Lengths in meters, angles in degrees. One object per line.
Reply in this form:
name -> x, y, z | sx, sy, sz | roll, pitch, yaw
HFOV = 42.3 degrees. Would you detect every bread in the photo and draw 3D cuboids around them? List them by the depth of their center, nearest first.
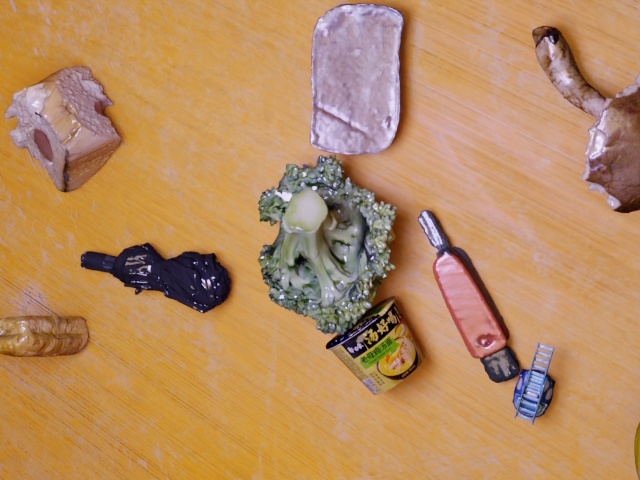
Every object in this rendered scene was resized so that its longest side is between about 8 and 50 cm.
bread -> -0.519, -0.210, 1.597 | 0.224, 0.211, 0.184 | -40, 87, 14
bread -> -0.561, 0.190, 1.647 | 0.113, 0.211, 0.084 | -2, 83, 22

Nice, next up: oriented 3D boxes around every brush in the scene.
brush -> 0.245, 0.094, 1.414 | 0.070, 0.051, 0.324 | -30, 84, 23

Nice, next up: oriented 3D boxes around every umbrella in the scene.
umbrella -> -0.329, 0.063, 1.615 | 0.339, 0.118, 0.118 | 8, 97, 26

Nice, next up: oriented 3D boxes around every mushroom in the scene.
mushroom -> 0.473, -0.201, 1.273 | 0.207, 0.233, 0.302 | -16, 45, 12

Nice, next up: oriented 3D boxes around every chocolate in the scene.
chocolate -> 0.064, -0.278, 1.440 | 0.156, 0.080, 0.254 | 3, 97, 6

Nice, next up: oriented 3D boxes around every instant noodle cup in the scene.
instant noodle cup -> 0.100, 0.187, 1.436 | 0.151, 0.151, 0.122 | -34, 93, 20

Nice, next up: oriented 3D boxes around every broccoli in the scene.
broccoli -> 0.010, -0.003, 1.410 | 0.288, 0.235, 0.260 | 45, 142, 18

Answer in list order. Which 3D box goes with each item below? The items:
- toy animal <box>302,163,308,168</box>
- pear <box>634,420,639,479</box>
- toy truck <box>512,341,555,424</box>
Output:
toy animal -> -0.025, -0.113, 1.512 | 0.084, 0.028, 0.050 | 9, 86, 20
pear -> 0.596, 0.341, 1.186 | 0.284, 0.285, 0.337 | -1, 96, 21
toy truck -> 0.358, 0.232, 1.371 | 0.063, 0.074, 0.136 | 16, 99, 19
